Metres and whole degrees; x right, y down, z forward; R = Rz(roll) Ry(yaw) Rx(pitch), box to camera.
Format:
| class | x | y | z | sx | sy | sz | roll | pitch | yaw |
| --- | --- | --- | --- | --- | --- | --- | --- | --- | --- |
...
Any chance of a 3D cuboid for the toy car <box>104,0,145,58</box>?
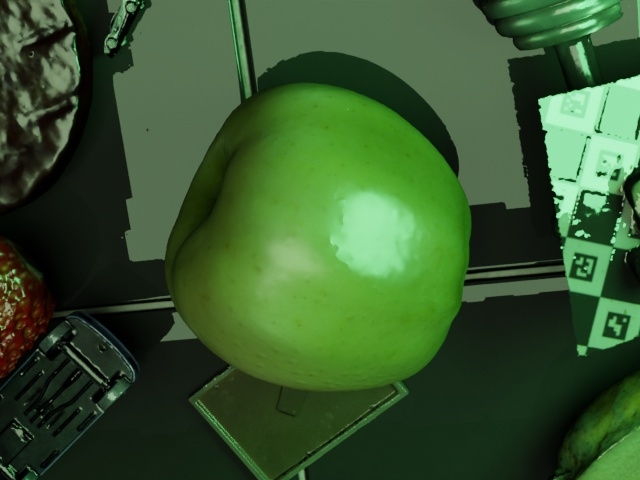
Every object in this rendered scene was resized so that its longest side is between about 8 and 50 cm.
| class | x | y | z | sx | sy | sz | roll | pitch | yaw |
| --- | --- | --- | --- | --- | --- | --- | --- | --- | --- |
| toy car | -0.247 | -0.270 | 1.375 | 0.025 | 0.041 | 0.093 | 31 | 105 | -1 |

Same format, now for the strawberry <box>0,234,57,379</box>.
| class | x | y | z | sx | sy | sz | roll | pitch | yaw |
| --- | --- | --- | --- | --- | --- | --- | --- | --- | --- |
| strawberry | -0.509 | 0.106 | 1.380 | 0.351 | 0.267 | 0.312 | -24 | 123 | 10 |

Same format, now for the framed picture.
| class | x | y | z | sx | sy | sz | roll | pitch | yaw |
| --- | --- | --- | --- | --- | --- | --- | --- | --- | --- |
| framed picture | -0.032 | 0.211 | 1.507 | 0.250 | 0.016 | 0.184 | -39 | 99 | 13 |

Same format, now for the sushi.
| class | x | y | z | sx | sy | sz | roll | pitch | yaw |
| --- | --- | --- | --- | --- | --- | --- | --- | --- | --- |
| sushi | 0.397 | -0.043 | 1.204 | 0.292 | 0.059 | 0.294 | -16 | 103 | -8 |

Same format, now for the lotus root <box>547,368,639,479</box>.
| class | x | y | z | sx | sy | sz | roll | pitch | yaw |
| --- | --- | --- | --- | --- | --- | --- | --- | --- | --- |
| lotus root | 0.420 | 0.294 | 1.431 | 0.260 | 0.149 | 0.267 | -36 | 118 | 17 |

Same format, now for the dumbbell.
| class | x | y | z | sx | sy | sz | roll | pitch | yaw |
| --- | --- | --- | --- | --- | --- | --- | --- | --- | --- |
| dumbbell | 0.313 | -0.166 | 1.288 | 0.179 | 0.179 | 0.406 | -19 | 103 | 10 |

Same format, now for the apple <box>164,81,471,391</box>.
| class | x | y | z | sx | sy | sz | roll | pitch | yaw |
| --- | --- | --- | --- | --- | --- | --- | --- | --- | --- |
| apple | 0.000 | 0.000 | 1.285 | 0.357 | 0.357 | 0.357 | 1 | 106 | 4 |

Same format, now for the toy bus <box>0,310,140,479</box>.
| class | x | y | z | sx | sy | sz | roll | pitch | yaw |
| --- | --- | --- | --- | --- | --- | --- | --- | --- | --- |
| toy bus | -0.358 | 0.215 | 1.476 | 0.125 | 0.133 | 0.292 | 44 | 107 | -2 |

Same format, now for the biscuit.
| class | x | y | z | sx | sy | sz | roll | pitch | yaw |
| --- | --- | --- | --- | --- | --- | --- | --- | --- | --- |
| biscuit | -0.481 | -0.216 | 1.387 | 0.407 | 0.091 | 0.407 | 1 | 104 | 5 |
